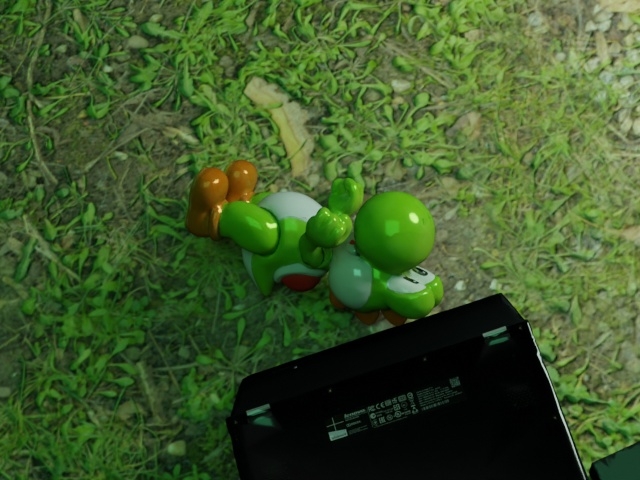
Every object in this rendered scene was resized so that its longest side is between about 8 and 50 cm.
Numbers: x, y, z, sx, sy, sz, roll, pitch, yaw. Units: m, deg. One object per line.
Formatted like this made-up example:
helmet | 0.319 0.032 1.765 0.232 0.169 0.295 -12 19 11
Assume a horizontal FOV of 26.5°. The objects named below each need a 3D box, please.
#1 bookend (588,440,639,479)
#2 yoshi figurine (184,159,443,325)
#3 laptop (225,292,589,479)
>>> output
bookend | 0.445 0.324 1.718 0.157 0.072 0.156 -25 69 -1
yoshi figurine | 0.011 -0.026 1.851 0.362 0.203 0.203 24 66 16
laptop | 0.101 0.249 1.688 0.382 0.236 0.408 -19 61 3
